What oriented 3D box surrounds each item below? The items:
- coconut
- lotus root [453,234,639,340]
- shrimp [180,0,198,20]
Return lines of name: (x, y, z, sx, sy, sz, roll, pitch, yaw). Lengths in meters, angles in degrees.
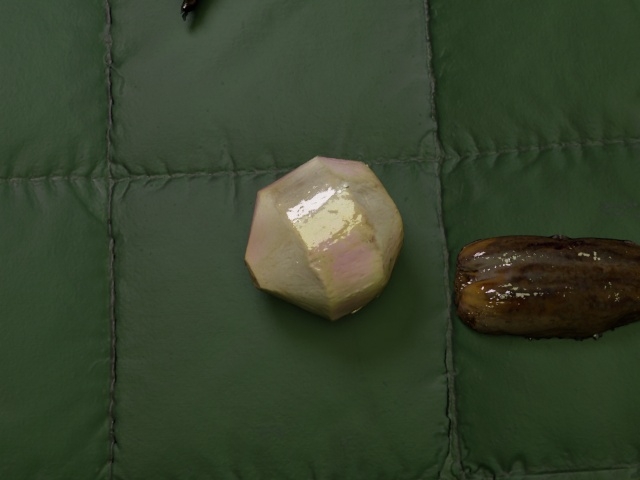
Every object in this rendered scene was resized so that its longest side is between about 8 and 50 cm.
coconut: (0.000, 0.000, 1.386, 0.236, 0.197, 0.237, 1, 82, -5)
lotus root: (0.366, 0.066, 1.434, 0.329, 0.078, 0.167, -3, 82, 0)
shrimp: (-0.129, -0.471, 1.538, 0.178, 0.075, 0.289, 14, 67, 0)
